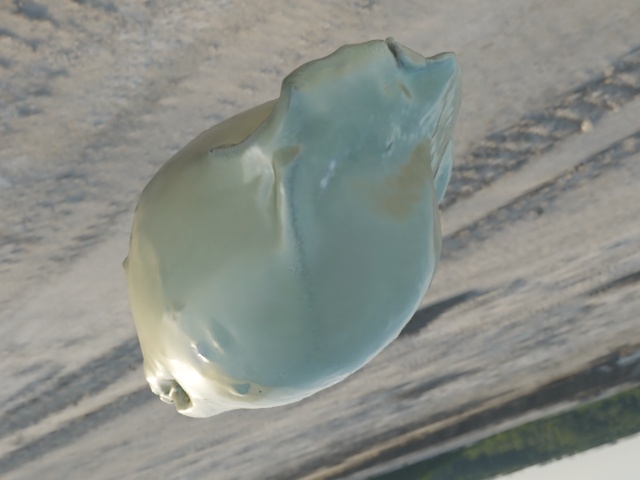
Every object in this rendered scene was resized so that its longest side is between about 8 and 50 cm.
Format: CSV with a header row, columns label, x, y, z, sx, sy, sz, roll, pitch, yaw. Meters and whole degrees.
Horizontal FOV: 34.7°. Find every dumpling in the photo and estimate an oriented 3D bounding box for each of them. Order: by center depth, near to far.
label,x,y,z,sx,sy,sz,roll,pitch,yaw
dumpling,-0.002,-0.001,0.416,0.155,0.111,0.181,-21,-179,-33
